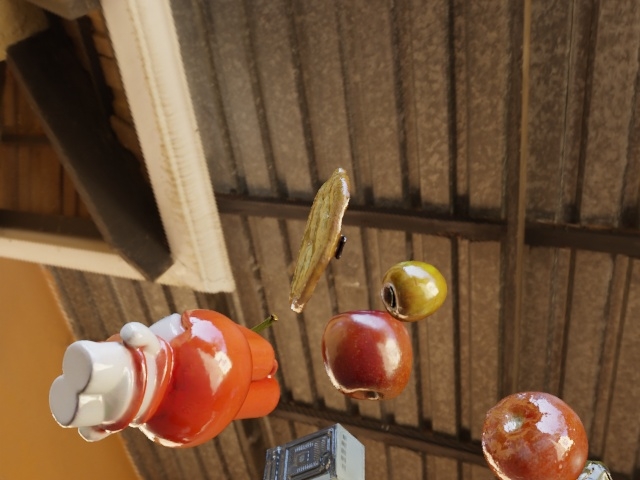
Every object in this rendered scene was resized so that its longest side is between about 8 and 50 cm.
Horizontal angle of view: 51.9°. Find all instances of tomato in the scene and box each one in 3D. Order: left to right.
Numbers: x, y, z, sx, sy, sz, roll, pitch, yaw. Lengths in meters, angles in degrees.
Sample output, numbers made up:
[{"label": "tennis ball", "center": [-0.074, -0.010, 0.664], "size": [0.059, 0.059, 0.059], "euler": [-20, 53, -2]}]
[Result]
[{"label": "tomato", "center": [0.439, 0.417, 1.348], "size": [0.208, 0.208, 0.184], "euler": [-20, -55, 36]}]

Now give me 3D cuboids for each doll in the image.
[{"label": "doll", "center": [-0.143, 0.152, 0.720], "size": [0.130, 0.290, 0.160], "euler": [32, -77, 37]}]

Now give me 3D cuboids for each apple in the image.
[{"label": "apple", "center": [0.090, 0.225, 1.302], "size": [0.181, 0.168, 0.181], "euler": [3, -24, 1]}, {"label": "apple", "center": [0.162, 0.091, 1.135], "size": [0.114, 0.102, 0.099], "euler": [102, -31, -41]}]

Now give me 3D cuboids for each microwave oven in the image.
[{"label": "microwave oven", "center": [-0.017, 0.529, 1.497], "size": [0.208, 0.162, 0.122], "euler": [-28, -56, 23]}]

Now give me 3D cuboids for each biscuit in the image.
[{"label": "biscuit", "center": [-0.005, -0.002, 1.126], "size": [0.041, 0.259, 0.203], "euler": [19, -4, -16]}]

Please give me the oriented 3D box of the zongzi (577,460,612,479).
[{"label": "zongzi", "center": [0.578, 0.729, 1.531], "size": [0.322, 0.361, 0.160], "euler": [67, -29, 11]}]

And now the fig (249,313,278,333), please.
[{"label": "fig", "center": [-0.176, 0.260, 1.485], "size": [0.142, 0.186, 0.147], "euler": [17, -63, -20]}]
